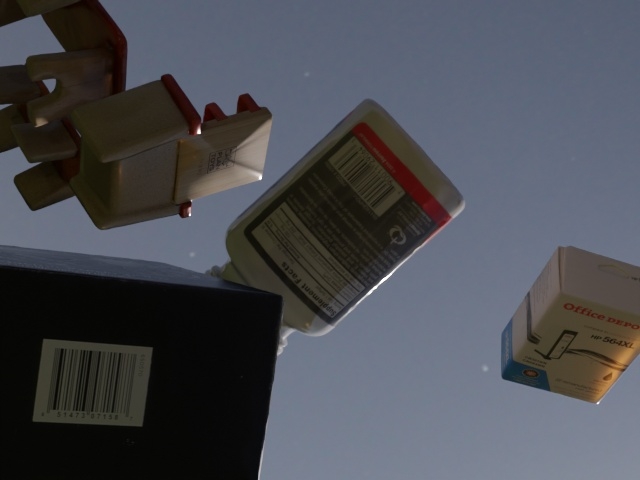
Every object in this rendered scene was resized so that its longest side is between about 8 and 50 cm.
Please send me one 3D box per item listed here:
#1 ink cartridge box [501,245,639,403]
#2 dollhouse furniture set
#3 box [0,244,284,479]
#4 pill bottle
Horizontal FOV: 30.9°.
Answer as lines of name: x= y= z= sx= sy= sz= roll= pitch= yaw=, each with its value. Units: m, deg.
ink cartridge box: x=0.345 y=0.115 z=1.541 sx=0.148 sy=0.086 sz=0.203 roll=15 pitch=-41 yaw=-5
dollhouse furniture set: x=-0.163 y=-0.134 z=0.890 sx=0.259 sy=0.135 sz=0.262 roll=52 pitch=-33 yaw=30
box: x=-0.259 y=0.102 z=1.073 sx=0.312 sy=0.343 sz=0.179 roll=8 pitch=-90 yaw=62
pill bottle: x=0.000 y=0.000 z=1.361 sx=0.318 sy=0.176 sz=0.176 roll=-42 pitch=-112 yaw=5
